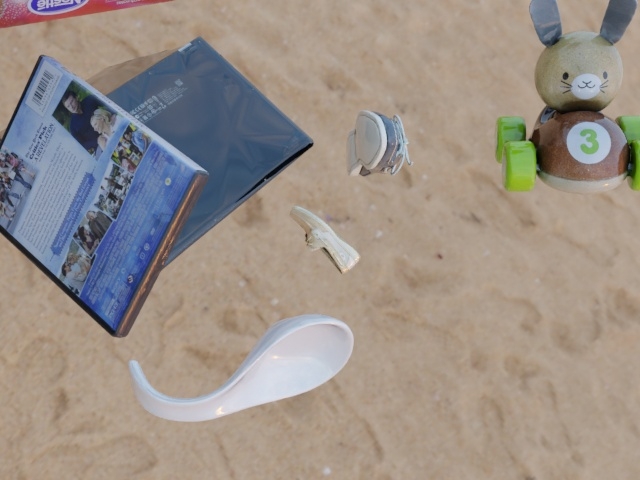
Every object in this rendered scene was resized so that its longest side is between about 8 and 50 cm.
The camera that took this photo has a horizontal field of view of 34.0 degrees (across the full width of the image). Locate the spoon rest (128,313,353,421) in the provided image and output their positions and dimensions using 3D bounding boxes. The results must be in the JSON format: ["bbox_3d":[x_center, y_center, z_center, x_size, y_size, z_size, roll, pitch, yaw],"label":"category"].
[{"bbox_3d":[-0.088,0.161,1.273,0.276,0.137,0.084,-12,48,-13],"label":"spoon rest"}]

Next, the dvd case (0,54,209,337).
[{"bbox_3d":[-0.232,-0.048,1.020,0.253,0.180,0.022,36,15,30],"label":"dvd case"}]

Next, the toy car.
[{"bbox_3d":[0.260,-0.153,1.047,0.155,0.188,0.149,0,25,3],"label":"toy car"}]

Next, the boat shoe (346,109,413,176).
[{"bbox_3d":[0.094,-0.145,1.624,0.079,0.254,0.095,-3,80,-8],"label":"boat shoe"}]

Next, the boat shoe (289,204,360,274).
[{"bbox_3d":[0.000,0.000,2.055,0.170,0.059,0.063,40,-11,-3],"label":"boat shoe"}]

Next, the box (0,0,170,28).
[{"bbox_3d":[-0.272,-0.301,1.025,0.257,0.123,0.128,-16,59,-23],"label":"box"}]

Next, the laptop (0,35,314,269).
[{"bbox_3d":[-0.303,-0.135,1.658,0.408,0.236,0.382,42,52,6],"label":"laptop"}]
